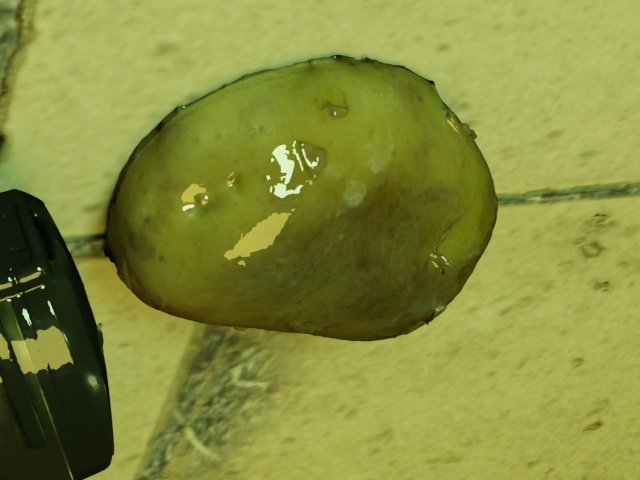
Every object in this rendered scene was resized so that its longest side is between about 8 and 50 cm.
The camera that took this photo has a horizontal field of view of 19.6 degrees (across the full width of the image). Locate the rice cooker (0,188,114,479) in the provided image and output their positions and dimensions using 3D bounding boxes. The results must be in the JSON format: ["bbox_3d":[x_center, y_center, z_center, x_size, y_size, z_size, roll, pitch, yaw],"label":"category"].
[{"bbox_3d":[-0.145,0.049,0.795,0.106,0.112,0.165,-22,144,-3],"label":"rice cooker"}]

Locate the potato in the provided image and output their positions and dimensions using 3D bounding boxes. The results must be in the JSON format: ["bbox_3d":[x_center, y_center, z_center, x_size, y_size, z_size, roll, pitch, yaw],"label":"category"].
[{"bbox_3d":[0.000,0.000,0.872,0.200,0.081,0.164,5,132,-36],"label":"potato"}]
